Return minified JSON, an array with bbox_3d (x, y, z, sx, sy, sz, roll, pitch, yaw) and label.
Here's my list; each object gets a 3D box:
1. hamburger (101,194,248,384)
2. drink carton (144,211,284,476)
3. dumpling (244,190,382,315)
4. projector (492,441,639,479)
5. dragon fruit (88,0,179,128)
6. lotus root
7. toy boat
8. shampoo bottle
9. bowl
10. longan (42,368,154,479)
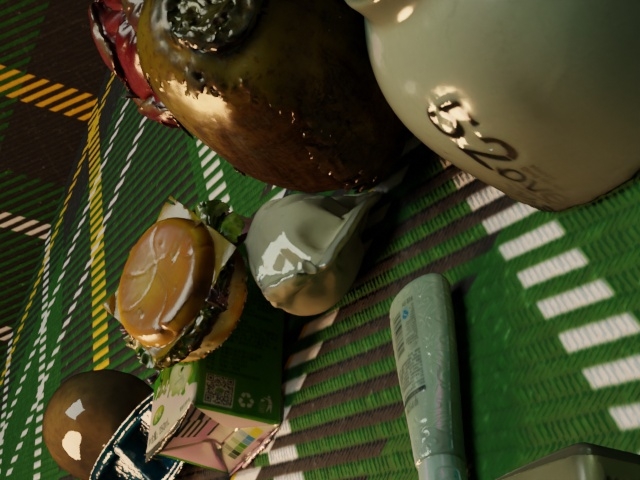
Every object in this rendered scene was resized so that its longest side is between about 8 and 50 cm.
[{"bbox_3d":[-0.135,0.048,1.155,0.189,0.093,0.164,-53,43,15],"label":"hamburger"},{"bbox_3d":[-0.116,0.116,1.287,0.161,0.108,0.271,-49,32,47],"label":"drink carton"},{"bbox_3d":[-0.002,-0.003,1.108,0.155,0.111,0.181,-33,41,17],"label":"dumpling"},{"bbox_3d":[0.106,0.244,0.631,0.269,0.088,0.193,132,147,-51],"label":"projector"},{"bbox_3d":[-0.099,-0.261,1.261,0.329,0.329,0.329,-52,29,45],"label":"dragon fruit"},{"bbox_3d":[-0.024,-0.139,0.985,0.397,0.196,0.179,27,-101,-69],"label":"lotus root"},{"bbox_3d":[-0.223,0.277,1.443,0.299,0.096,0.062,-51,-7,34],"label":"toy boat"},{"bbox_3d":[0.085,0.115,0.858,0.069,0.041,0.191,-49,31,37],"label":"shampoo bottle"},{"bbox_3d":[0.133,-0.212,0.783,0.354,0.185,0.354,-51,30,45],"label":"bowl"},{"bbox_3d":[-0.301,0.256,1.576,0.187,0.167,0.167,123,155,-48],"label":"longan"}]
